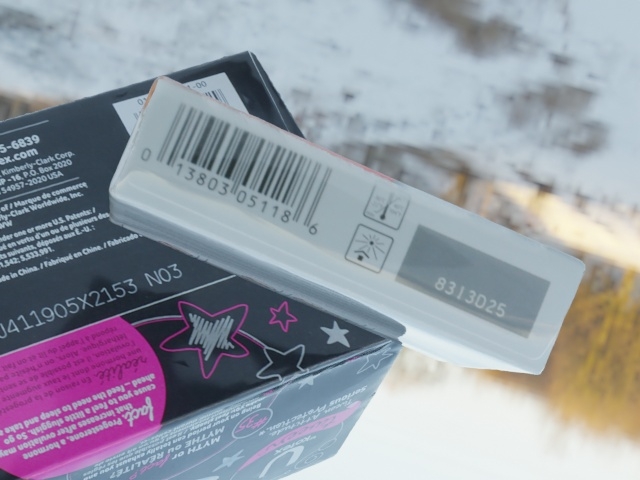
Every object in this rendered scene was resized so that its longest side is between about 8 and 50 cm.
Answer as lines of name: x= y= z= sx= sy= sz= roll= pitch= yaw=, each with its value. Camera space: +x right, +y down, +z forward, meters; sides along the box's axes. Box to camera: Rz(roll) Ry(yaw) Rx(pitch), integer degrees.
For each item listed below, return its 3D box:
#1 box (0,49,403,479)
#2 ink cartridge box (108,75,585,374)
box: x=-0.116 y=0.044 z=0.746 sx=0.247 sy=0.163 sz=0.142 roll=-19 pitch=156 yaw=-27
ink cartridge box: x=0.000 y=0.000 z=0.596 sx=0.145 sy=0.045 sz=0.179 roll=23 pitch=177 yaw=-6
